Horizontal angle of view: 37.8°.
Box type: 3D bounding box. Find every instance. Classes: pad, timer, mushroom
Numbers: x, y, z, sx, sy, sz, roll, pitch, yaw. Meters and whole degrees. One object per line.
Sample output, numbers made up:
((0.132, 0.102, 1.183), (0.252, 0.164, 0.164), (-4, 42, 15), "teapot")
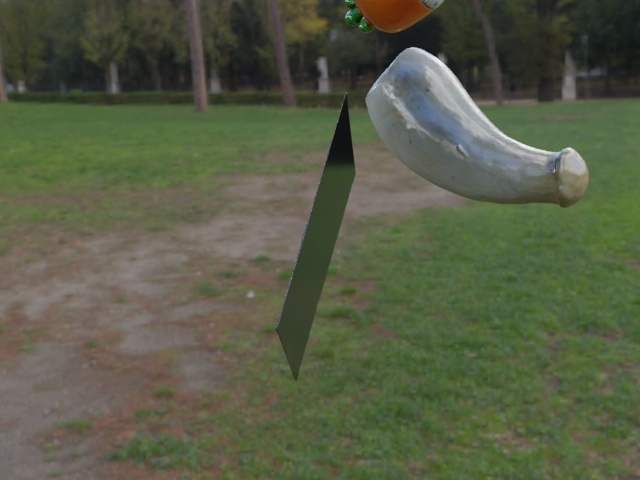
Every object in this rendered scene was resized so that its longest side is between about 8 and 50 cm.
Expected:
((0.000, 0.000, 0.704), (0.004, 0.190, 0.127), (12, -23, 10), "pad")
((0.081, -0.286, 1.082), (0.136, 0.099, 0.136), (-36, -8, -6), "timer")
((0.155, -0.105, 1.003), (0.270, 0.118, 0.103), (42, -4, 27), "mushroom")
